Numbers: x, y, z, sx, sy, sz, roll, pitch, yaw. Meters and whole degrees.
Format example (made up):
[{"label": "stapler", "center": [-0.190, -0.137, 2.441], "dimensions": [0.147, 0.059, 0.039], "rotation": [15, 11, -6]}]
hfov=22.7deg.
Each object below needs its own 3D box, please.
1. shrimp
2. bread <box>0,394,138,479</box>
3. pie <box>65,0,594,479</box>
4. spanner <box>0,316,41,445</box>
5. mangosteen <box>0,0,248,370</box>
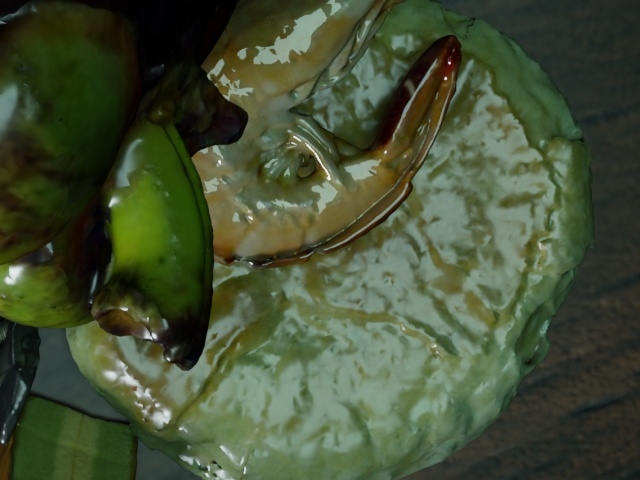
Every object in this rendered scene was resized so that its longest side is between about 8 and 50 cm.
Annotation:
[{"label": "shrimp", "center": [0.013, -0.082, 0.806], "dimensions": [0.133, 0.053, 0.236], "rotation": [43, 89, -6]}, {"label": "bread", "center": [-0.158, 0.169, 0.884], "dimensions": [0.074, 0.084, 0.139], "rotation": [18, 123, -14]}, {"label": "pie", "center": [0.000, 0.000, 0.869], "dimensions": [0.306, 0.071, 0.306], "rotation": [-1, 93, -10]}, {"label": "spanner", "center": [-0.139, -0.042, 0.834], "dimensions": [0.024, 0.087, 0.316], "rotation": [16, 88, -28]}, {"label": "mangosteen", "center": [-0.146, -0.119, 0.668], "dimensions": [0.359, 0.306, 0.306], "rotation": [39, 87, 17]}]
